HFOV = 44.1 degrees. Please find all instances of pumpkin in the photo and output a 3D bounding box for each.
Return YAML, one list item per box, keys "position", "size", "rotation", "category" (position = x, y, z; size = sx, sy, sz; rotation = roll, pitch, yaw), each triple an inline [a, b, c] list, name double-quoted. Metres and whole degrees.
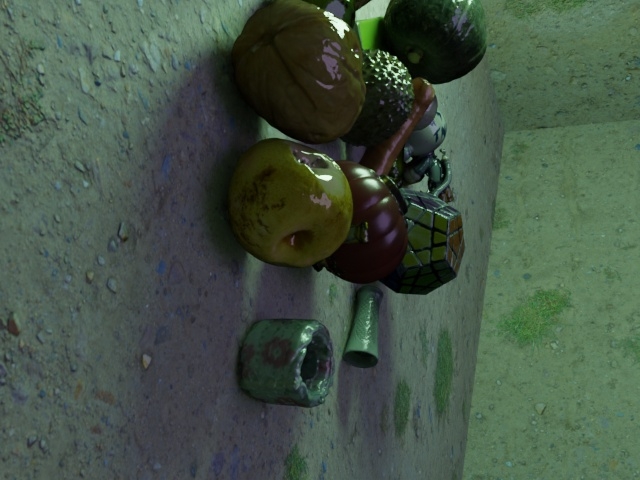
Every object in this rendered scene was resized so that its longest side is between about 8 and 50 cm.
- position: [0.324, -0.607, 2.282]
  size: [0.257, 0.291, 0.328]
  rotation: [-59, 135, -23]
  category: "pumpkin"

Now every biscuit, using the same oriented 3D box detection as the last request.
- position: [0.000, 0.000, 1.702]
  size: [0.026, 0.292, 0.048]
  rotation: [11, 77, -37]
  category: "biscuit"

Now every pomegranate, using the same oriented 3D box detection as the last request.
- position: [-0.025, -0.499, 1.820]
  size: [0.248, 0.202, 0.202]
  rotation: [-64, 158, 9]
  category: "pomegranate"

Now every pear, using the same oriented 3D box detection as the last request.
- position: [-0.063, -0.081, 1.583]
  size: [0.271, 0.271, 0.271]
  rotation: [-3, 90, -67]
  category: "pear"

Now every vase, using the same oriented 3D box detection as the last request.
- position: [0.125, 0.232, 2.178]
  size: [0.096, 0.096, 0.219]
  rotation: [60, 32, -47]
  category: "vase"

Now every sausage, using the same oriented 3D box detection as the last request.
- position: [0.185, -0.259, 2.169]
  size: [0.094, 0.094, 0.419]
  rotation: [31, 85, -17]
  category: "sausage"

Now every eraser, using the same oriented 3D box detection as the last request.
- position: [0.127, -0.529, 2.264]
  size: [0.274, 0.092, 0.210]
  rotation: [-45, 127, -62]
  category: "eraser"

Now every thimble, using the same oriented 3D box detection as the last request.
- position: [-0.068, 0.260, 1.654]
  size: [0.211, 0.149, 0.186]
  rotation: [-33, 120, -64]
  category: "thimble"

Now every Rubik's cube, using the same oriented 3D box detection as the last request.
- position: [0.269, 0.005, 2.304]
  size: [0.264, 0.319, 0.319]
  rotation: [-29, 118, -31]
  category: "Rubik's cube"

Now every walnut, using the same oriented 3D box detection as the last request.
- position: [-0.039, -0.347, 1.646]
  size: [0.252, 0.277, 0.313]
  rotation: [-57, 155, -2]
  category: "walnut"

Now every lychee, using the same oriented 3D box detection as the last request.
- position: [0.128, -0.363, 2.030]
  size: [0.255, 0.274, 0.255]
  rotation: [-9, 106, -36]
  category: "lychee"

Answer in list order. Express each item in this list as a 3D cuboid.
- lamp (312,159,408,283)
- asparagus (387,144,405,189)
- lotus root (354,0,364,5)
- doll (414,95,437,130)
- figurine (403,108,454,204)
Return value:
- position: [0.071, -0.040, 1.844]
  size: [0.303, 0.257, 0.303]
  rotation: [55, -10, 14]
  category: "lamp"
- position: [0.210, -0.300, 2.406]
  size: [0.128, 0.108, 0.382]
  rotation: [43, 48, -50]
  category: "asparagus"
- position: [0.092, -0.708, 2.088]
  size: [0.180, 0.188, 0.199]
  rotation: [58, 1, -10]
  category: "lotus root"
- position: [0.206, -0.369, 2.280]
  size: [0.287, 0.151, 0.151]
  rotation: [-19, 109, -30]
  category: "doll"
- position: [0.339, -0.298, 2.620]
  size: [0.261, 0.186, 0.382]
  rotation: [-53, 131, -64]
  category: "figurine"
